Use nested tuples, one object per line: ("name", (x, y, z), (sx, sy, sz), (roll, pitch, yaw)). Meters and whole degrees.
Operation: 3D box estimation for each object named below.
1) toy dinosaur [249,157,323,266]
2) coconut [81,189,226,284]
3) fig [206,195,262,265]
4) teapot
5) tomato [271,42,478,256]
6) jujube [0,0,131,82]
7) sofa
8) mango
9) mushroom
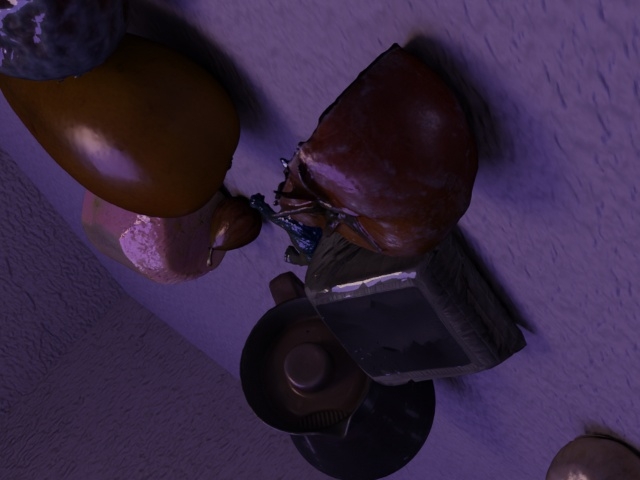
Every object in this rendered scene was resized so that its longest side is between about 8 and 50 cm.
("toy dinosaur", (-0.009, -0.006, 1.413), (0.147, 0.076, 0.363), (26, 156, 45))
("coconut", (-0.297, -0.053, 1.763), (0.245, 0.233, 0.233), (23, 155, 42))
("fig", (-0.160, -0.013, 1.676), (0.089, 0.125, 0.089), (40, 169, 10))
("teapot", (0.022, 0.205, 1.512), (0.300, 0.253, 0.344), (66, -174, 25))
("tomato", (0.065, -0.061, 0.921), (0.155, 0.181, 0.214), (37, 168, 4))
("jujube", (-0.350, -0.342, 1.117), (0.246, 0.215, 0.308), (1, 136, 11))
("sofa", (0.124, 0.055, 1.246), (0.225, 0.176, 0.210), (-18, 122, 40))
("mango", (-0.276, -0.175, 1.327), (0.378, 0.221, 0.264), (31, 180, 15))
("mushroom", (0.370, 0.326, 1.283), (0.154, 0.122, 0.154), (14, 111, 41))
